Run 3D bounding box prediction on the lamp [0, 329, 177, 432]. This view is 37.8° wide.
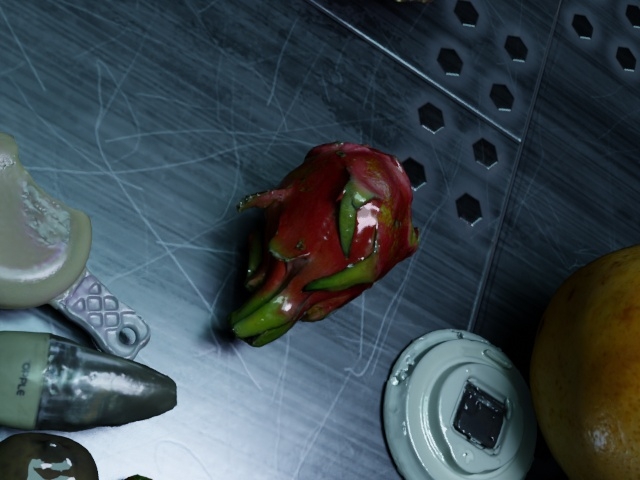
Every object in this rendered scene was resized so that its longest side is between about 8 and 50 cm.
[{"bbox_3d":[-0.262,0.138,0.913,0.250,0.101,0.101,9,69,-15],"label":"lamp"}]

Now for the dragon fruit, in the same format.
[{"bbox_3d":[-0.007,-0.001,1.083,0.269,0.200,0.198,-43,106,7],"label":"dragon fruit"}]

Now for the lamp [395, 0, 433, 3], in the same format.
[{"bbox_3d":[0.126,-0.455,1.242,0.303,0.257,0.303,4,37,-3],"label":"lamp"}]

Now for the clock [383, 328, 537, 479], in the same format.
[{"bbox_3d":[0.189,0.222,1.174,0.236,0.053,0.236,11,68,-28],"label":"clock"}]

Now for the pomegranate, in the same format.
[{"bbox_3d":[0.462,0.187,1.139,0.417,0.417,0.416,10,69,-27],"label":"pomegranate"}]

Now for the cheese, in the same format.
[{"bbox_3d":[-0.289,0.018,0.959,0.286,0.082,0.163,43,60,-14],"label":"cheese"}]

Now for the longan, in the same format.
[{"bbox_3d":[-0.264,0.226,0.883,0.113,0.113,0.092,30,29,-18],"label":"longan"}]

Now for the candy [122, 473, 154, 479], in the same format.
[{"bbox_3d":[-0.197,0.327,0.931,0.056,0.049,0.184,9,75,6],"label":"candy"}]
